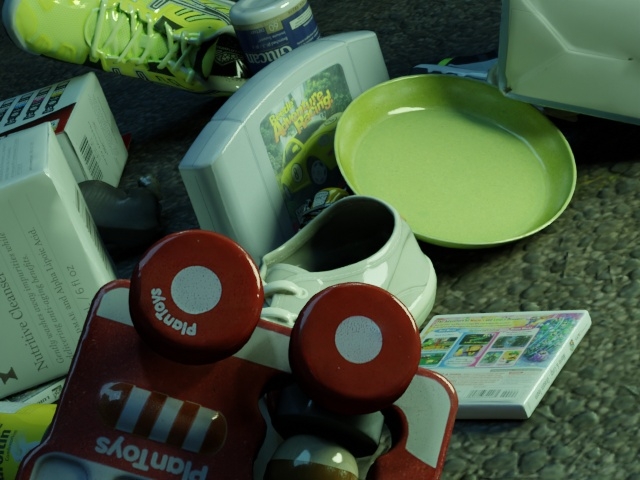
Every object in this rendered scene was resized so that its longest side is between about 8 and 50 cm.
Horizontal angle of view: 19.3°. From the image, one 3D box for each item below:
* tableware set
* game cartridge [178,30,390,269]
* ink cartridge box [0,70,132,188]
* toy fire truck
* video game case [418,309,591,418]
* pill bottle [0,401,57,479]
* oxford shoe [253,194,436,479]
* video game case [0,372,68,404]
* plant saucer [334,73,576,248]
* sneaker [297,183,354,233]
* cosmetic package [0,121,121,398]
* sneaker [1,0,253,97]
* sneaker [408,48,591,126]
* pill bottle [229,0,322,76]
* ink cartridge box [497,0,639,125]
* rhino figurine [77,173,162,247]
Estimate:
[{"bbox_3d":[0.203,-0.133,1.955,0.141,0.020,0.169,31,71,36],"label":"tableware set"},{"bbox_3d":[-0.018,-0.087,1.929,0.060,0.196,0.294,2,33,43],"label":"game cartridge"},{"bbox_3d":[-0.408,-0.088,2.332,0.309,0.130,0.272,-17,23,10],"label":"ink cartridge box"},{"bbox_3d":[-0.060,0.153,1.428,0.302,0.169,0.254,18,69,-3],"label":"toy fire truck"},{"bbox_3d":[0.135,0.106,1.614,0.157,0.019,0.143,-4,29,35],"label":"video game case"},{"bbox_3d":[-0.263,0.193,1.649,0.184,0.103,0.103,-2,30,37],"label":"pill bottle"},{"bbox_3d":[-0.046,0.106,1.631,0.169,0.130,0.449,3,35,36],"label":"oxford shoe"},{"bbox_3d":[-0.329,0.144,1.911,0.173,0.022,0.190,-31,25,-19],"label":"video game case"},{"bbox_3d":[0.130,-0.072,1.855,0.241,0.037,0.241,5,45,-5],"label":"plant saucer"},{"bbox_3d":[0.000,0.000,1.857,0.088,0.093,0.225,2,33,42],"label":"sneaker"},{"bbox_3d":[-0.404,0.059,1.862,0.385,0.217,0.156,-23,23,1],"label":"cosmetic package"},{"bbox_3d":[-0.204,-0.263,2.344,0.384,0.145,0.147,5,16,-29],"label":"sneaker"},{"bbox_3d":[0.213,-0.175,2.059,0.234,0.084,0.097,6,48,28],"label":"sneaker"},{"bbox_3d":[-0.037,-0.212,2.239,0.094,0.169,0.094,-18,24,8],"label":"pill bottle"},{"bbox_3d":[0.368,-0.272,1.964,0.270,0.151,0.395,14,36,15],"label":"ink cartridge box"},{"bbox_3d":[-0.292,-0.037,2.105,0.243,0.073,0.106,4,24,-16],"label":"rhino figurine"}]
